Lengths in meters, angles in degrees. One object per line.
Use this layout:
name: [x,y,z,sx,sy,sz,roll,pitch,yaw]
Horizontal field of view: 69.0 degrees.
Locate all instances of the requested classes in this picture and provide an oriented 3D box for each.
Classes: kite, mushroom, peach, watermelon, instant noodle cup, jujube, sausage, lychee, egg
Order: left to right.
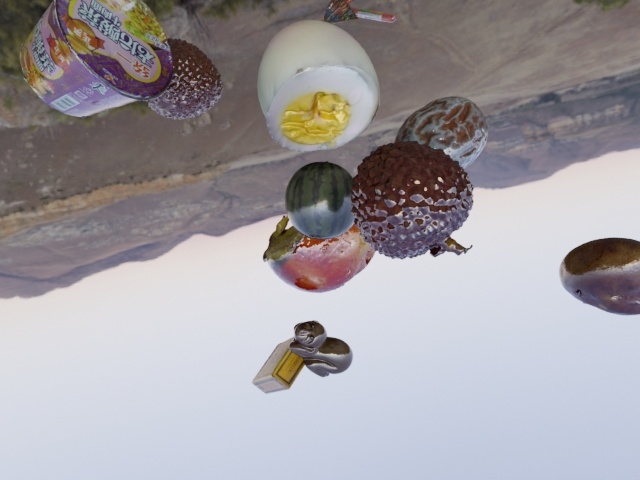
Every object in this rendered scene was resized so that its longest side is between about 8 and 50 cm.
instant noodle cup: [-0.615,-0.500,1.261,0.266,0.339,0.340,-13,-175,32]
lychee: [-0.486,-0.543,1.592,0.305,0.275,0.276,13,-169,10]
egg: [-0.024,-0.501,1.417,0.355,0.339,0.354,-11,150,-7]
peach: [0.000,0.000,1.609,0.417,0.352,0.339,-9,162,-37]
watermelon: [0.004,-0.108,1.254,0.212,0.212,0.212,-12,-174,1]
kite: [0.076,-0.828,1.666,0.189,0.232,0.009,-34,145,21]
sausage: [0.190,-0.859,1.774,0.223,0.029,0.029,22,-159,23]
lychee: [0.193,-0.075,0.990,0.264,0.300,0.264,-36,161,-15]
jujube: [0.375,-0.319,1.447,0.247,0.215,0.308,21,-122,31]
mushroom: [1.035,0.108,1.658,0.346,0.345,0.259,-8,-140,38]

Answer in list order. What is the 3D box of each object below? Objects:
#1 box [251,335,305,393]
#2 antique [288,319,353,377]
box: [-0.140,0.463,1.738,0.192,0.084,0.301,-52,-176,-30]
antique: [0.004,0.352,1.534,0.143,0.257,0.121,-24,-149,29]
